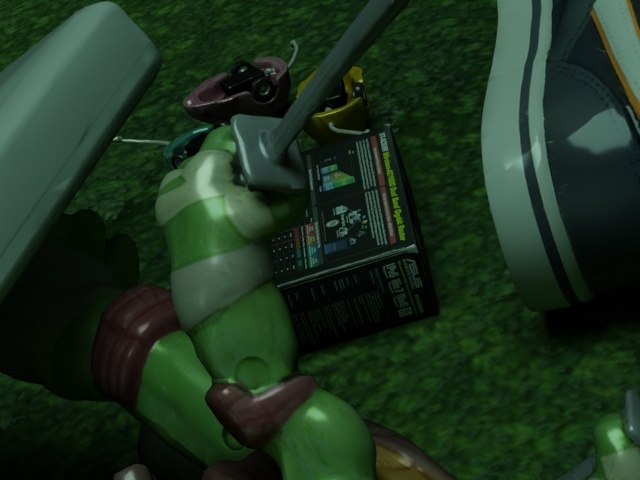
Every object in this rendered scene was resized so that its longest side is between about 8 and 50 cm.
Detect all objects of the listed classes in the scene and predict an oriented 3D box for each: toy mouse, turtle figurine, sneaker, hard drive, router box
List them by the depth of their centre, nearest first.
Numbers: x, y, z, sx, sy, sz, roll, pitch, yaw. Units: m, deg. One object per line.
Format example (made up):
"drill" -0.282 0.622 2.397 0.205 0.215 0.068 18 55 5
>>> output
"hard drive" -0.178 0.054 0.557 0.203 0.040 0.307 -31 21 34
"turtle figurine" 0.023 0.035 0.558 0.198 0.275 0.266 2 8 -37
"sneaker" 0.146 -0.099 0.772 0.127 0.126 0.321 -15 40 18
"router box" 0.000 0.000 0.780 0.092 0.038 0.122 -17 30 6
"toy mouse" -0.042 -0.061 0.914 0.143 0.031 0.161 -16 29 6
